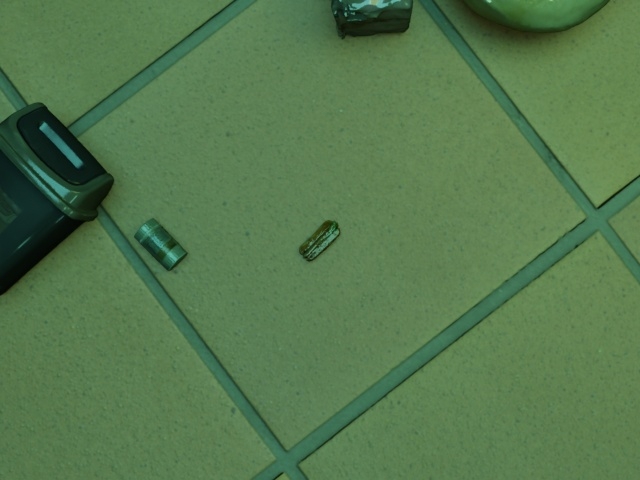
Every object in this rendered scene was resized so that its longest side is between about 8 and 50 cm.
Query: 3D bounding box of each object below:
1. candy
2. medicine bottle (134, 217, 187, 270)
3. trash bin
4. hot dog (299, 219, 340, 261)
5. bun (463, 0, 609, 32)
[{"bbox_3d":[0.083,-0.434,1.656,0.137,0.185,0.195,-2,87,4],"label":"candy"},{"bbox_3d":[-0.266,0.007,1.696,0.083,0.047,0.047,44,88,2],"label":"medicine bottle"},{"bbox_3d":[-0.493,-0.061,1.636,0.290,0.182,0.209,-44,89,3],"label":"trash bin"},{"bbox_3d":[0.000,0.000,1.711,0.083,0.021,0.037,-42,78,-1],"label":"hot dog"},{"bbox_3d":[0.343,-0.523,1.645,0.364,0.202,0.365,-3,102,-14],"label":"bun"}]
